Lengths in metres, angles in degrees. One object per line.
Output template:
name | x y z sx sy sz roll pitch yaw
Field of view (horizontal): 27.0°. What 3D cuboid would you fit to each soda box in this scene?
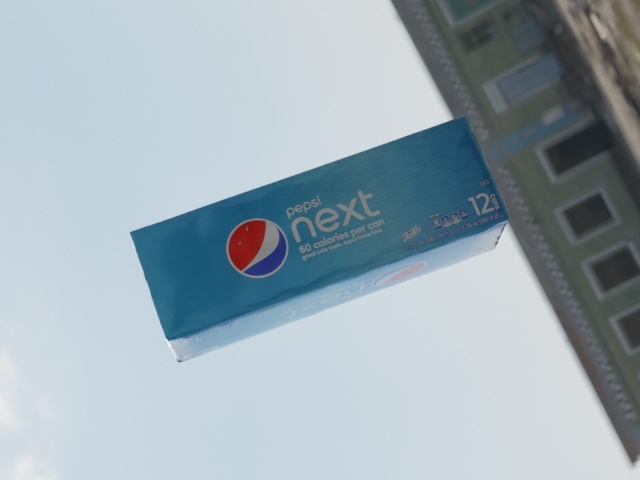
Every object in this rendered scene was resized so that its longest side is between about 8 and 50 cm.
soda box | 0.000 0.000 0.790 0.067 0.210 0.071 93 157 -74
